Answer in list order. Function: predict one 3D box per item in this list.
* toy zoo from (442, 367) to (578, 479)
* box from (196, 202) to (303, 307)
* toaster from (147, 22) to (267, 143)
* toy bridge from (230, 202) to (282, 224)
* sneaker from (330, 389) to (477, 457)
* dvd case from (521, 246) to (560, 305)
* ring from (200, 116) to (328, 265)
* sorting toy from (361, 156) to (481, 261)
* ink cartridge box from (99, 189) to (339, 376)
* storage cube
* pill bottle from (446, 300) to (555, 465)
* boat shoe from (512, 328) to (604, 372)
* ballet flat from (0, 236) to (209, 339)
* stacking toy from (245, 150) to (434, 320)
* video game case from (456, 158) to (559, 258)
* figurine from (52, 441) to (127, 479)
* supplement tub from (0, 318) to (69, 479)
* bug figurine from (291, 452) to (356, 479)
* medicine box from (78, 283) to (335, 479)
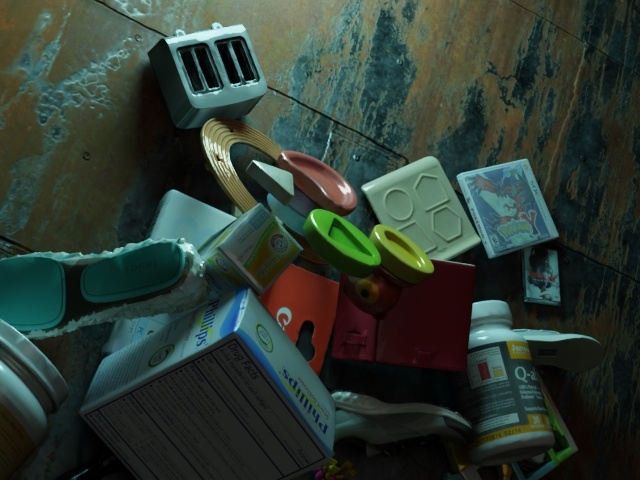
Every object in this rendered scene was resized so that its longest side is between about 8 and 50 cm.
[{"bbox_3d":[0.347,0.388,1.975,0.293,0.030,0.192,-25,86,-30],"label":"toy zoo"},{"bbox_3d":[-0.136,0.037,1.652,0.103,0.203,0.114,47,59,-9],"label":"box"},{"bbox_3d":[-0.205,-0.294,1.873,0.168,0.110,0.185,-17,82,-28],"label":"toaster"},{"bbox_3d":[-0.081,-0.027,1.898,0.188,0.026,0.063,9,72,-25],"label":"toy bridge"},{"bbox_3d":[0.137,0.336,1.808,0.272,0.100,0.107,5,64,7],"label":"sneaker"},{"bbox_3d":[0.458,0.073,2.137,0.087,0.013,0.119,9,71,-23],"label":"dvd case"},{"bbox_3d":[-0.086,-0.083,1.808,0.337,0.032,0.336,39,24,-21],"label":"ring"},{"bbox_3d":[0.198,-0.048,2.039,0.193,0.038,0.208,-25,82,-30],"label":"sorting toy"},{"bbox_3d":[-0.147,0.130,1.781,0.385,0.091,0.308,24,65,-16],"label":"ink cartridge box"},{"bbox_3d":[0.146,0.130,1.847,0.215,0.184,0.193,10,82,-22],"label":"storage cube"},{"bbox_3d":[0.319,0.262,1.894,0.162,0.162,0.278,0,64,-26],"label":"pill bottle"},{"bbox_3d":[0.456,0.209,2.053,0.228,0.081,0.079,6,109,-19],"label":"boat shoe"},{"bbox_3d":[-0.361,0.091,1.608,0.409,0.147,0.146,-7,73,15],"label":"ballet flat"},{"bbox_3d":[0.000,0.000,1.650,0.309,0.130,0.280,45,22,21],"label":"stacking toy"},{"bbox_3d":[0.390,-0.069,2.127,0.201,0.023,0.183,-14,79,-35],"label":"video game case"},{"bbox_3d":[-0.322,0.426,1.610,0.209,0.092,0.215,-40,94,-34],"label":"figurine"},{"bbox_3d":[-0.537,0.274,1.465,0.228,0.228,0.316,45,61,-7],"label":"supplement tub"},{"bbox_3d":[-0.003,0.425,1.704,0.279,0.072,0.216,43,21,-41],"label":"bug figurine"},{"bbox_3d":[-0.165,0.257,1.573,0.263,0.289,0.149,56,17,-22],"label":"medicine box"}]
